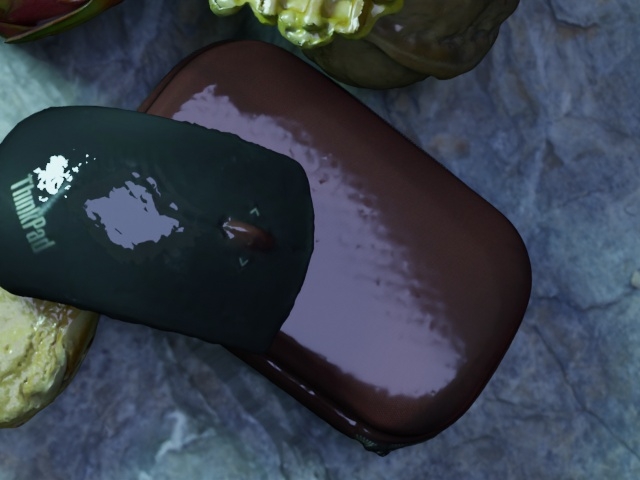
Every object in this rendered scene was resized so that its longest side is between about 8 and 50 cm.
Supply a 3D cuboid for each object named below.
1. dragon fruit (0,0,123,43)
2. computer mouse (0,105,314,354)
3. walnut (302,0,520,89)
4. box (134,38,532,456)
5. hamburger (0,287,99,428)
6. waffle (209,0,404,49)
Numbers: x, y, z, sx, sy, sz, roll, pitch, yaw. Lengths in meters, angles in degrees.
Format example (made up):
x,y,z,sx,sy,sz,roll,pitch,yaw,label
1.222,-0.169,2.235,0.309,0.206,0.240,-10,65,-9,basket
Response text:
x,y,z,sx,sy,sz,roll,pitch,yaw,label
-0.248,-0.276,1.103,0.227,0.224,0.224,-23,89,6,dragon fruit
-0.135,-0.016,1.050,0.269,0.100,0.170,15,82,-14,computer mouse
0.074,-0.231,1.199,0.245,0.198,0.198,-23,89,-49,walnut
0.000,0.000,1.194,0.404,0.108,0.263,38,75,-8,box
-0.280,0.050,1.107,0.213,0.108,0.214,3,80,-15,hamburger
-0.003,-0.272,1.076,0.243,0.059,0.238,-36,74,-7,waffle
